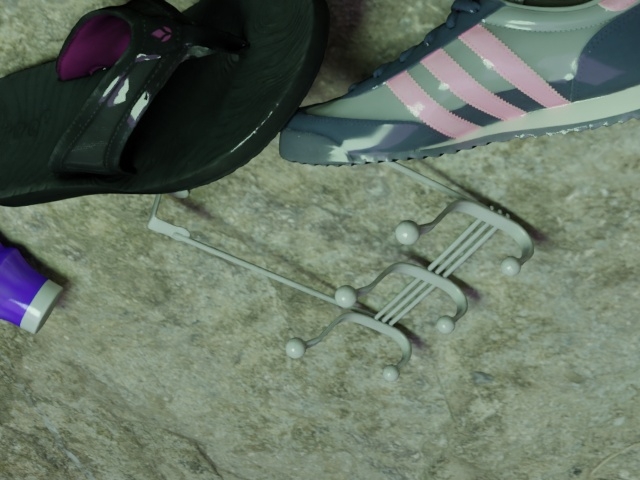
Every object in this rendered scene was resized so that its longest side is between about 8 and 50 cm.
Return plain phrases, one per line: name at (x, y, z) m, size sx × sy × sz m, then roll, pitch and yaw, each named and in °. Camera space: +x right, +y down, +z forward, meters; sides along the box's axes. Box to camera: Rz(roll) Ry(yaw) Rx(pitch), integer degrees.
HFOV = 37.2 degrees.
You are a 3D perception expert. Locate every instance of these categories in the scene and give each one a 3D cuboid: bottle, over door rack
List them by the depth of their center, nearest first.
over door rack at (0.000, 0.000, 0.907) m, size 0.324 × 0.108 × 0.239 m, roll 33°, pitch 136°, yaw -8°
bottle at (-0.448, 0.016, 1.131) m, size 0.282 × 0.092 × 0.118 m, roll 30°, pitch 136°, yaw -6°

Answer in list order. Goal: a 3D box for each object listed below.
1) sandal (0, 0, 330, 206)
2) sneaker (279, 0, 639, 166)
sandal at (-0.190, -0.117, 0.818) m, size 0.445 × 0.168 × 0.107 m, roll -13°, pitch 159°, yaw 34°
sneaker at (0.110, -0.138, 0.717) m, size 0.319 × 0.112 × 0.131 m, roll -10°, pitch 105°, yaw 15°
